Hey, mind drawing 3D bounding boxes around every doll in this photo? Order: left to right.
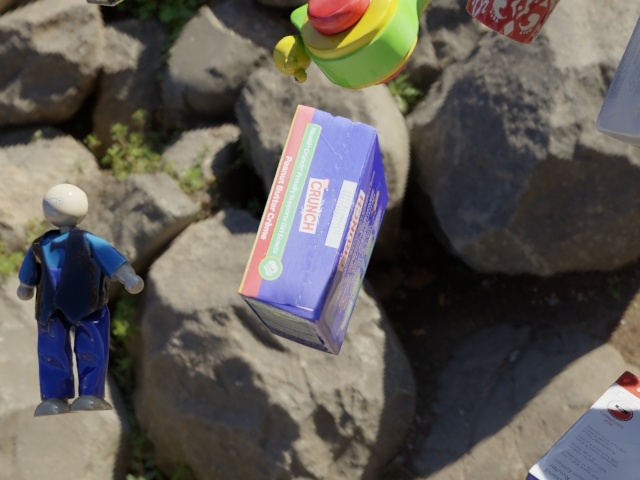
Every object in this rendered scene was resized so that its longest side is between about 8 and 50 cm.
[{"bbox_3d":[-0.201,0.046,0.853,0.129,0.046,0.189,-10,80,26],"label":"doll"}]

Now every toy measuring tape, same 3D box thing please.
[{"bbox_3d":[0.093,-0.234,1.033,0.330,0.121,0.121,-22,41,23],"label":"toy measuring tape"}]

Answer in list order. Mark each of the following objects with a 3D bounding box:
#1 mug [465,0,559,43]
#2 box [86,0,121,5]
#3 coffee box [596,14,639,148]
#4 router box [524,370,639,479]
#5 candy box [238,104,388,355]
[{"bbox_3d":[0.255,-0.326,1.211,0.113,0.150,0.169,34,115,14],"label":"mug"},{"bbox_3d":[-0.257,-0.355,1.051,0.058,0.232,0.087,-36,29,-19],"label":"box"},{"bbox_3d":[0.495,-0.186,0.918,0.338,0.334,0.338,-83,14,-82],"label":"coffee box"},{"bbox_3d":[0.501,0.372,1.478,0.335,0.082,0.301,33,43,27],"label":"router box"},{"bbox_3d":[0.000,0.000,1.458,0.122,0.317,0.268,16,77,9],"label":"candy box"}]
